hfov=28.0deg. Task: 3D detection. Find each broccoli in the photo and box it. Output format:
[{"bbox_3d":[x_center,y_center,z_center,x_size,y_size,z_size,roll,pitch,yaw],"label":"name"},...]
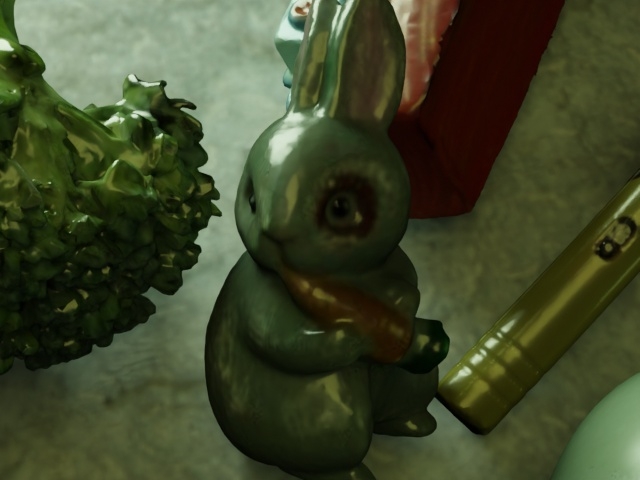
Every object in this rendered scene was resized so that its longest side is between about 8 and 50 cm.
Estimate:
[{"bbox_3d":[-0.214,-0.043,0.678,0.288,0.248,0.245,24,50,-40],"label":"broccoli"}]

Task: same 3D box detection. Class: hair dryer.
[{"bbox_3d":[0.173,0.001,0.740,0.090,0.135,0.278,43,89,14],"label":"hair dryer"}]

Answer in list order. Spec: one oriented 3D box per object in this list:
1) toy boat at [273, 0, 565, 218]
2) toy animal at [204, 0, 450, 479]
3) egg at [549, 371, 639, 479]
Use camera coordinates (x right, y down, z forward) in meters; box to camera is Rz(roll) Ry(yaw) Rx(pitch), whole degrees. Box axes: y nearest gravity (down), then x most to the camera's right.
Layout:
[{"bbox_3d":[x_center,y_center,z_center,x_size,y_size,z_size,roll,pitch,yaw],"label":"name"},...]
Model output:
[{"bbox_3d":[0.073,-0.178,0.796,0.133,0.145,0.331,10,64,32],"label":"toy boat"},{"bbox_3d":[-0.003,0.001,0.656,0.127,0.125,0.251,-4,110,-1],"label":"toy animal"},{"bbox_3d":[0.200,0.184,0.598,0.203,0.203,0.282,-2,52,-3],"label":"egg"}]
